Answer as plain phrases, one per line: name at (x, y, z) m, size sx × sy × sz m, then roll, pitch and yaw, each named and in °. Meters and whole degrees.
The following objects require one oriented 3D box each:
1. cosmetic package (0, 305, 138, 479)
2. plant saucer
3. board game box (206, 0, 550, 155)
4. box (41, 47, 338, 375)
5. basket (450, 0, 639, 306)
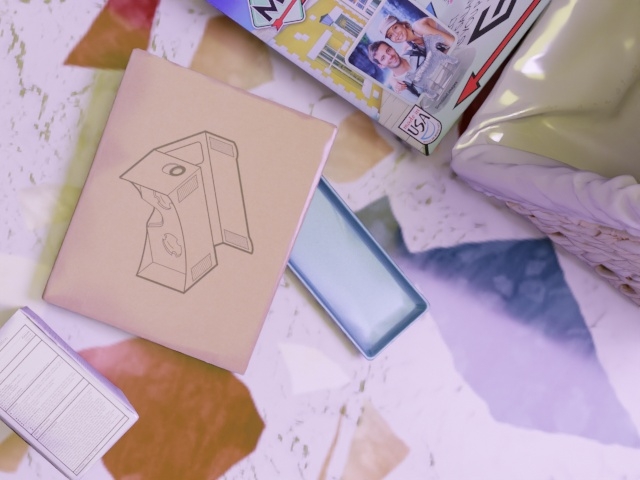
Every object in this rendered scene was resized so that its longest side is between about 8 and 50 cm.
cosmetic package at (-0.182, 0.097, 0.965) m, size 0.099 × 0.239 × 0.060 m, roll 45°, pitch 81°, yaw -5°
plant saucer at (0.000, 0.000, 1.117) m, size 0.067 × 0.018 × 0.192 m, roll -41°, pitch 94°, yaw -10°
board game box at (0.089, -0.248, 1.062) m, size 0.213 × 0.046 × 0.317 m, roll 34°, pitch 107°, yaw -11°
box at (-0.098, -0.021, 1.084) m, size 0.164 × 0.021 × 0.201 m, roll 21°, pitch 90°, yaw -6°
basket at (0.328, -0.095, 1.002) m, size 0.266 × 0.328 × 0.331 m, roll 38°, pitch 81°, yaw -25°
